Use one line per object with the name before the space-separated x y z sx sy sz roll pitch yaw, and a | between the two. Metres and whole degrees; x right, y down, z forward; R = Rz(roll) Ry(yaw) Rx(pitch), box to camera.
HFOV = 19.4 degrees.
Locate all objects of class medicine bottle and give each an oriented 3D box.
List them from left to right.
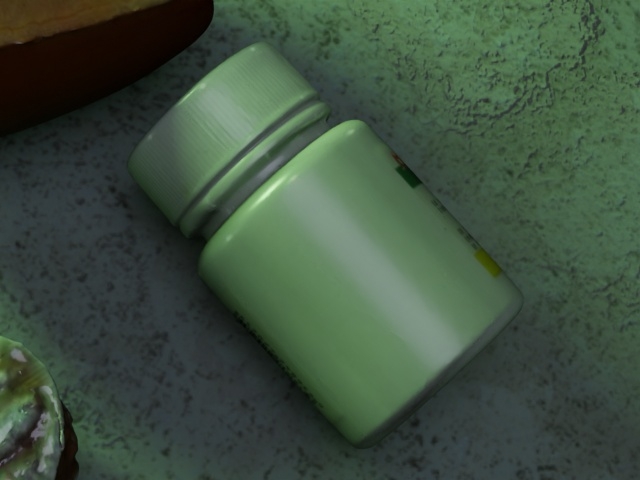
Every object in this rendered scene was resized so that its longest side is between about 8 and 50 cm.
medicine bottle | 0.000 0.000 1.688 0.208 0.208 0.339 -41 86 -20

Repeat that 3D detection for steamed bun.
steamed bun | -0.303 -0.214 1.660 0.379 0.248 0.235 -19 82 -28

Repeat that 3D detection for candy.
candy | -0.334 0.215 1.580 0.214 0.157 0.289 38 76 15
